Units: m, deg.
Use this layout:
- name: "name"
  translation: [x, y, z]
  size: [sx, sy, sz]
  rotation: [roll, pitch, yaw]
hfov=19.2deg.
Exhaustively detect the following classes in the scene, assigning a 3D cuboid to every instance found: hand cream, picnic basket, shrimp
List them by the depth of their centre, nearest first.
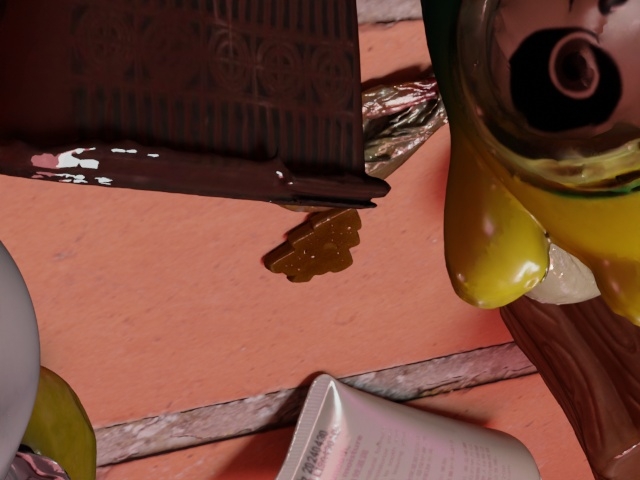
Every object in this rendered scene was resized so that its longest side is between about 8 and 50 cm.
- name: "picnic basket"
  translation: [-0.107, -0.097, 1.028]
  size: [0.297, 0.222, 0.129]
  rotation: [4, 94, -47]
- name: "shrimp"
  translation: [0.044, -0.080, 1.352]
  size: [0.190, 0.042, 0.101]
  rotation: [-32, 144, 1]
- name: "hand cream"
  translation: [0.071, 0.227, 1.793]
  size: [0.358, 0.118, 0.185]
  rotation: [15, 103, -49]

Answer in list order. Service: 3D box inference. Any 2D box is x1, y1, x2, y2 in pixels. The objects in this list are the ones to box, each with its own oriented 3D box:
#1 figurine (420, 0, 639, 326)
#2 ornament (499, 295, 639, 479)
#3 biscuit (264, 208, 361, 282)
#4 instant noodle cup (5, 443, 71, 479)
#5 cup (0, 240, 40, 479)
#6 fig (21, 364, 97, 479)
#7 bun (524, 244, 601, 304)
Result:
- name: "figurine"
  translation: [0.169, -0.126, 1.087]
  size: [0.323, 0.340, 0.231]
  rotation: [-35, 152, 9]
- name: "ornament"
  translation: [0.282, 0.089, 1.665]
  size: [0.235, 0.218, 0.221]
  rotation: [-4, 141, -41]
- name: "biscuit"
  translation: [0.000, 0.000, 1.459]
  size: [0.082, 0.016, 0.092]
  rotation: [-3, 139, -35]
- name: "instant noodle cup"
  translation: [-0.316, 0.233, 1.232]
  size: [0.302, 0.182, 0.258]
  rotation: [-13, 127, 6]
- name: "cup"
  translation: [-0.270, 0.104, 0.997]
  size: [0.212, 0.212, 0.317]
  rotation: [-16, 158, -27]
- name: "fig"
  translation: [-0.231, 0.149, 1.365]
  size: [0.153, 0.121, 0.136]
  rotation: [20, 132, -28]
- name: "bun"
  translation: [0.186, -0.041, 1.489]
  size: [0.183, 0.102, 0.183]
  rotation: [-21, 119, -44]
